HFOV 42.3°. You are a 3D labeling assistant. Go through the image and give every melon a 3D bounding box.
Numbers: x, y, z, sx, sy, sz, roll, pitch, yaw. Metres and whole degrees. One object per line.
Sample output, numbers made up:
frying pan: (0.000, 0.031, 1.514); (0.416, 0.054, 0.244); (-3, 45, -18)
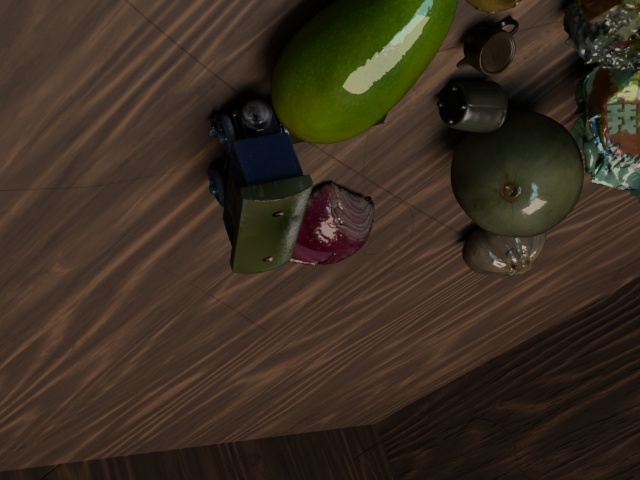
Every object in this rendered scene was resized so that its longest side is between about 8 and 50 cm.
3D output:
melon: (0.382, -0.129, 1.608); (0.271, 0.272, 0.308); (-20, -166, -6)

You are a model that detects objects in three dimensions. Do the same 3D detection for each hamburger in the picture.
hamburger: (0.585, -0.237, 1.585); (0.260, 0.150, 0.276); (18, 105, -19)

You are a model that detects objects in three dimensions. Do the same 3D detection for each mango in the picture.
mango: (0.060, -0.266, 1.170); (0.192, 0.156, 0.343); (-3, 148, -48)

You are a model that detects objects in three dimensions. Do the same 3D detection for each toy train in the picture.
toy train: (-0.101, -0.087, 1.354); (0.131, 0.202, 0.300); (-14, 156, -16)

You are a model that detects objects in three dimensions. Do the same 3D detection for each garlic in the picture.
garlic: (0.487, 0.016, 2.162); (0.227, 0.152, 0.228); (-23, 161, -8)

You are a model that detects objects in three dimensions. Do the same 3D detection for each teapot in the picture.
teapot: (0.275, -0.321, 1.357); (0.121, 0.068, 0.076); (-45, 133, 1)

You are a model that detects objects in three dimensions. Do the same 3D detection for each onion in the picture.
onion: (0.000, 0.000, 1.756); (0.247, 0.111, 0.250); (-34, 156, 23)

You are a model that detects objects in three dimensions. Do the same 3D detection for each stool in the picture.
stool: (0.273, -0.241, 1.489); (0.110, 0.096, 0.096); (-1, 149, -30)

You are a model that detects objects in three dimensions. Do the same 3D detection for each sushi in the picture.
sushi: (0.525, -0.376, 1.354); (0.274, 0.139, 0.184); (-1, 152, -27)

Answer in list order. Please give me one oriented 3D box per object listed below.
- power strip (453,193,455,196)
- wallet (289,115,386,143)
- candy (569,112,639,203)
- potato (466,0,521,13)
power strip: (0.340, -0.127, 1.889); (0.040, 0.016, 0.090); (-6, 152, -33)
wallet: (0.028, -0.217, 1.403); (0.198, 0.031, 0.110); (-15, 156, -17)
candy: (0.773, -0.215, 1.769); (0.397, 0.263, 0.172); (-10, 144, -24)
potato: (0.242, -0.381, 1.116); (0.137, 0.137, 0.176); (-20, 172, -4)
